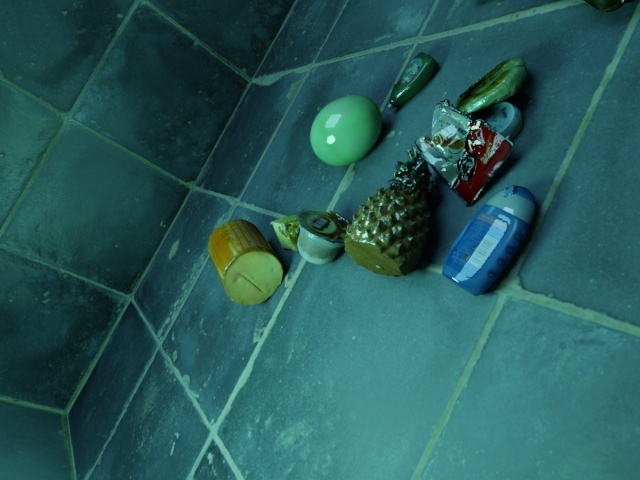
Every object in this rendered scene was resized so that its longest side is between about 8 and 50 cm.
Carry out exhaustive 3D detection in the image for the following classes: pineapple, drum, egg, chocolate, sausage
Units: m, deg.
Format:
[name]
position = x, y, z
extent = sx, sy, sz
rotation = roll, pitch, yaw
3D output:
[pineapple]
position = 0.219, -0.089, 1.263
extent = 0.222, 0.223, 0.358
rotation = 3, 58, 54
[drum]
position = 0.421, -0.291, 1.274
extent = 0.253, 0.049, 0.130
rotation = -16, 53, 47
[egg]
position = 0.088, -0.384, 1.636
extent = 0.269, 0.220, 0.220
rotation = -44, 36, 19
[chocolate]
position = 0.007, 0.004, 1.519
extent = 0.221, 0.221, 0.147
rotation = -118, 36, -53
[sausage]
position = -0.287, 0.074, 1.775
extent = 0.233, 0.233, 0.287
rotation = -54, 35, 8

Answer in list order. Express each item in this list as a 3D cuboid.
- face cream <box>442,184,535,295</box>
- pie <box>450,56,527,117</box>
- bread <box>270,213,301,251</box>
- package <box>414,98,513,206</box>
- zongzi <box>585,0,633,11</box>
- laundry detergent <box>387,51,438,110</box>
[face cream]
position = 0.385, -0.008, 1.064
extent = 0.264, 0.083, 0.149
rotation = -57, 33, 4
[pie]
position = 0.447, -0.399, 1.264
extent = 0.240, 0.054, 0.240
rotation = -41, 14, 13
[bread]
position = -0.095, -0.042, 1.759
extent = 0.152, 0.127, 0.147
rotation = -33, 23, -23
[package]
position = 0.361, -0.241, 1.235
extent = 0.269, 0.071, 0.194
rotation = 48, 136, 32
[zongzi]
position = 0.752, -0.768, 1.106
extent = 0.432, 0.208, 0.404
rotation = -32, 45, 17
[laundry detergent]
position = 0.306, -0.545, 1.624
extent = 0.211, 0.063, 0.137
rotation = -50, 32, 18
